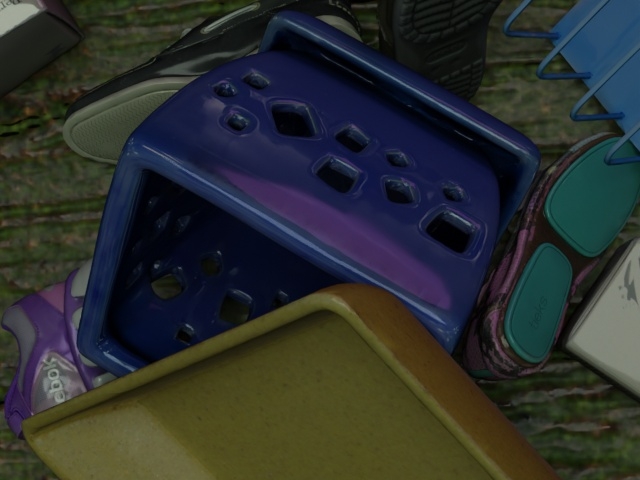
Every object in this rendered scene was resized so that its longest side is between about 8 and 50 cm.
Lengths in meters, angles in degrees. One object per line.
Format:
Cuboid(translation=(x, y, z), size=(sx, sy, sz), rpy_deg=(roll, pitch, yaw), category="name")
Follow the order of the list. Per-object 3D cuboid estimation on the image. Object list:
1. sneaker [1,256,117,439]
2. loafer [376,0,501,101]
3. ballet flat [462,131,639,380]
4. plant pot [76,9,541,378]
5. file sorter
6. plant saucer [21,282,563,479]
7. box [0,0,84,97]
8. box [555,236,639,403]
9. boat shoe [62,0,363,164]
Cuboid(translation=(-0.174, 0.134, 1.212), size=(0.104, 0.095, 0.236), rpy_deg=(-13, 81, 10), category="sneaker")
Cuboid(translation=(0.070, -0.175, 1.139), size=(0.094, 0.251, 0.087), rpy_deg=(-20, 65, -17), category="loafer")
Cuboid(translation=(0.155, 0.010, 1.184), size=(0.077, 0.079, 0.221), rpy_deg=(44, 57, -20), category="ballet flat")
Cuboid(translation=(0.000, 0.000, 1.114), size=(0.236, 0.236, 0.212), rpy_deg=(30, 50, 6), category="plant pot")
Cuboid(translation=(0.225, -0.119, 1.144), size=(0.118, 0.104, 0.170), rpy_deg=(-46, 69, 30), category="file sorter")
Cuboid(translation=(0.023, 0.166, 1.038), size=(0.333, 0.333, 0.081), rpy_deg=(47, 49, -17), category="plant saucer")
Cuboid(translation=(-0.304, -0.210, 1.217), size=(0.148, 0.127, 0.232), rpy_deg=(-34, 85, 2), category="box")
Cuboid(translation=(0.303, 0.112, 1.161), size=(0.275, 0.113, 0.094), rpy_deg=(33, 89, 4), category="box")
Cuboid(translation=(-0.080, -0.121, 1.232), size=(0.233, 0.084, 0.079), rpy_deg=(-21, 47, 10), category="boat shoe")
